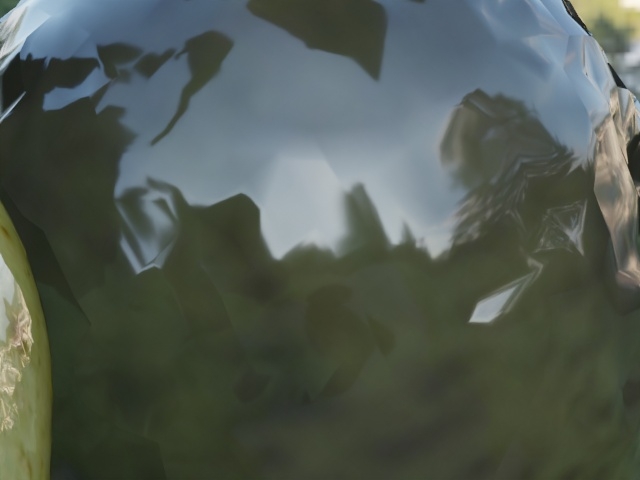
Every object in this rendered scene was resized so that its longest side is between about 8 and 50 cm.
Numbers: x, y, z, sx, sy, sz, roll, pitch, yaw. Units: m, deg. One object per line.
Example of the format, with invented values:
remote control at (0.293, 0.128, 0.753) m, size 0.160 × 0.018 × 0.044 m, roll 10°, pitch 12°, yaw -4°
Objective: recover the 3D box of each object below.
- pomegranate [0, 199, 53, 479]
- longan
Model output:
pomegranate at (-0.199, 0.076, 0.349) m, size 0.319 × 0.319 × 0.319 m, roll -3°, pitch 12°, yaw 1°
longan at (0.000, 0.000, 0.829) m, size 0.391 × 0.391 × 0.391 m, roll -3°, pitch 12°, yaw 1°
